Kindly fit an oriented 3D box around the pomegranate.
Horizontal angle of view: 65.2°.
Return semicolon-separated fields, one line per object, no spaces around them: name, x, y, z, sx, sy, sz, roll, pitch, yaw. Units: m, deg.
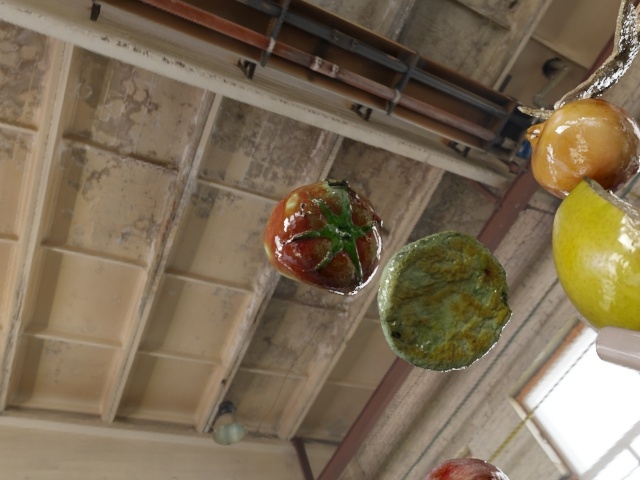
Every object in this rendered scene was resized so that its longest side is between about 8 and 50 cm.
pomegranate;0.513;-0.170;0.977;0.209;0.209;0.209;-9;-54;-13

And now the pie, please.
pie;0.162;0.079;0.658;0.187;0.041;0.186;0;-89;-8

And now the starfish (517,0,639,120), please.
starfish;0.636;-0.428;1.138;0.384;0.132;0.398;-8;-39;-55

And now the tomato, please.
tomato;0.000;0.000;1.262;0.304;0.239;0.303;7;-103;-29

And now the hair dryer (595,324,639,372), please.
hair dryer;0.402;0.224;0.583;0.054;0.195;0.220;19;-94;-25

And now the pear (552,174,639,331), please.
pear;0.523;0.079;0.778;0.341;0.386;0.191;16;-64;-27

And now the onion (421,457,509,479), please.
onion;0.197;0.399;0.723;0.195;0.159;0.159;13;-62;-34
